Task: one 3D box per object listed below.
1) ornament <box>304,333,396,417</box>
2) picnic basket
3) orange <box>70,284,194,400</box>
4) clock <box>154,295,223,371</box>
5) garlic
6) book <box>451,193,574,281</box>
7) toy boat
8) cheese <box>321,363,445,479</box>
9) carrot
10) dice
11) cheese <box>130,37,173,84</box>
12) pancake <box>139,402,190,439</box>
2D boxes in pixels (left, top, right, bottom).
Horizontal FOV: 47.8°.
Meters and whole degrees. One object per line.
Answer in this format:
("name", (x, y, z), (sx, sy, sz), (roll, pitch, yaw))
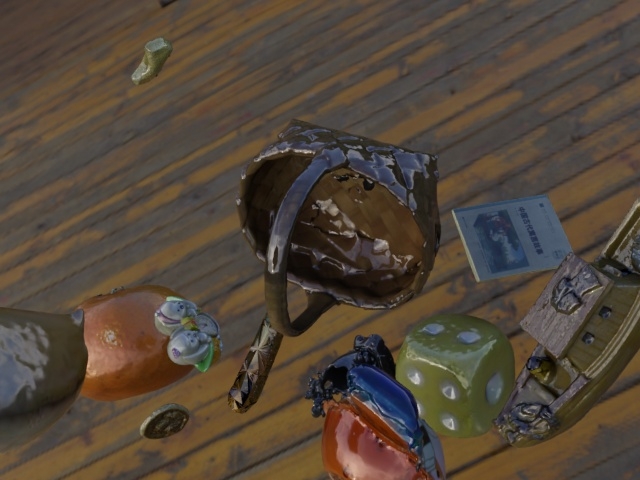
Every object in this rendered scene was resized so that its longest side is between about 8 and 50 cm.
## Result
("ornament", (0.094, 0.404, 1.900), (0.260, 0.251, 0.106), (-42, 20, -32))
("picnic basket", (0.000, 0.000, 1.096), (0.337, 0.293, 0.337), (1, 36, -1))
("orange", (-0.559, 0.295, 2.155), (0.424, 0.424, 0.326), (-19, 85, 11))
("clock", (-0.328, 0.225, 1.764), (0.103, 0.144, 0.231), (-49, 55, 20))
("garlic", (-0.401, 0.106, 0.712), (0.151, 0.338, 0.196), (-29, 45, 37))
("book", (0.498, -0.009, 1.864), (0.283, 0.025, 0.215), (-11, 68, -15))
("toy boat", (0.292, 0.090, 0.787), (0.321, 0.121, 0.089), (-59, 34, 11))
("cheese", (0.079, 0.258, 0.902), (0.217, 0.329, 0.129), (34, 65, 25))
("carrot", (-0.132, 0.259, 1.526), (0.069, 0.069, 0.228), (34, 105, 45))
("dice", (0.341, 0.340, 1.833), (0.233, 0.238, 0.227), (10, 29, 40))
("cheese", (-0.241, -0.251, 1.022), (0.083, 0.030, 0.044), (-41, -10, 39))
("pancake", (-0.465, 0.546, 2.161), (0.158, 0.158, 0.028), (-34, 52, -6))
